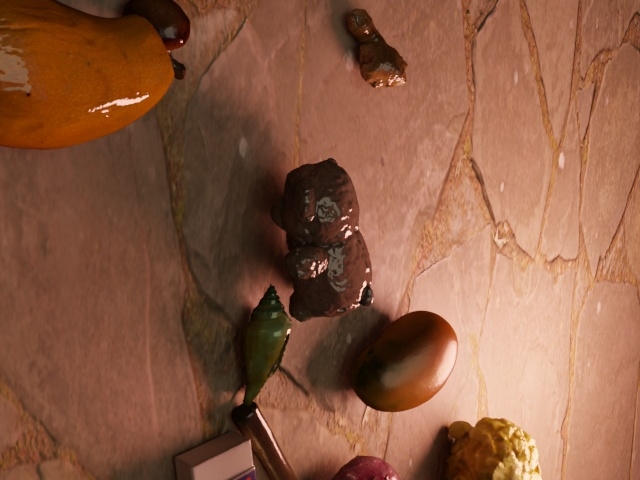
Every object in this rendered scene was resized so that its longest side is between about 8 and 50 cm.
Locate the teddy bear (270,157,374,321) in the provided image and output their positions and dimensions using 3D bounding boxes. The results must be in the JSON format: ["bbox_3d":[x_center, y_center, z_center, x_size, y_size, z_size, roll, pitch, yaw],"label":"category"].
[{"bbox_3d":[0.001,0.001,1.178,0.236,0.151,0.267,-56,131,-61],"label":"teddy bear"}]

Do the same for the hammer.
[{"bbox_3d":[-0.052,0.464,1.280,0.168,0.044,0.439,-43,123,-30],"label":"hammer"}]

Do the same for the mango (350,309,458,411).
[{"bbox_3d":[0.173,0.252,1.403,0.255,0.139,0.175,-36,107,-26],"label":"mango"}]

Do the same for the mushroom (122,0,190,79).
[{"bbox_3d":[-0.217,-0.291,0.990,0.129,0.073,0.088,57,32,-35],"label":"mushroom"}]

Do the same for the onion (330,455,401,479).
[{"bbox_3d":[0.075,0.543,1.297,0.284,0.120,0.226,-20,100,-47],"label":"onion"}]

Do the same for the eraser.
[{"bbox_3d":[-0.166,0.438,1.152,0.125,0.068,0.210,-14,105,-41],"label":"eraser"}]

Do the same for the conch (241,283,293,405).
[{"bbox_3d":[-0.090,0.174,1.181,0.095,0.080,0.200,-22,129,-54],"label":"conch"}]

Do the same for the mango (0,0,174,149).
[{"bbox_3d":[-0.336,-0.203,0.841,0.360,0.144,0.186,-2,101,-46],"label":"mango"}]

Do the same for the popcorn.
[{"bbox_3d":[0.392,0.537,1.586,0.235,0.242,0.249,-19,106,-38],"label":"popcorn"}]

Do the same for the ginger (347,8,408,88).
[{"bbox_3d":[0.094,-0.343,1.287,0.165,0.067,0.096,45,65,-24],"label":"ginger"}]
